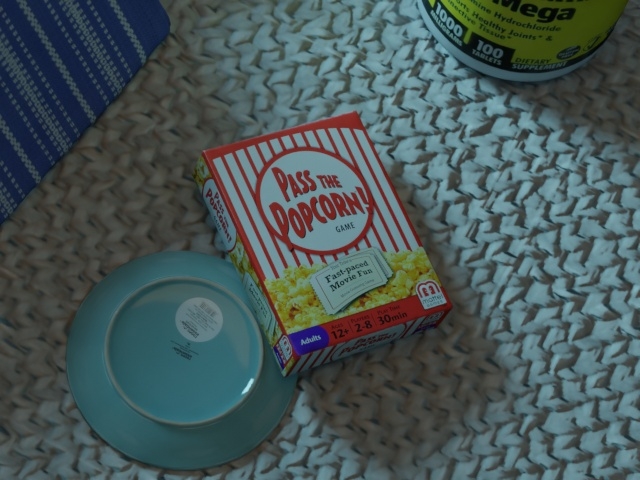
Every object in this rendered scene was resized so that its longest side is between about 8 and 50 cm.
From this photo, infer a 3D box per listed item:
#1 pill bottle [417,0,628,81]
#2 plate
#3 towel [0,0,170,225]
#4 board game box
[{"bbox_3d":[0.193,-0.284,1.638,0.188,0.334,0.188,3,66,-6],"label":"pill bottle"},{"bbox_3d":[-0.110,0.091,1.601,0.188,0.024,0.188,3,66,-6],"label":"plate"},{"bbox_3d":[-0.270,-0.148,1.590,0.040,0.243,0.336,18,59,40],"label":"towel"},{"bbox_3d":[0.000,0.000,1.634,0.146,0.045,0.193,-17,70,-25],"label":"board game box"}]
